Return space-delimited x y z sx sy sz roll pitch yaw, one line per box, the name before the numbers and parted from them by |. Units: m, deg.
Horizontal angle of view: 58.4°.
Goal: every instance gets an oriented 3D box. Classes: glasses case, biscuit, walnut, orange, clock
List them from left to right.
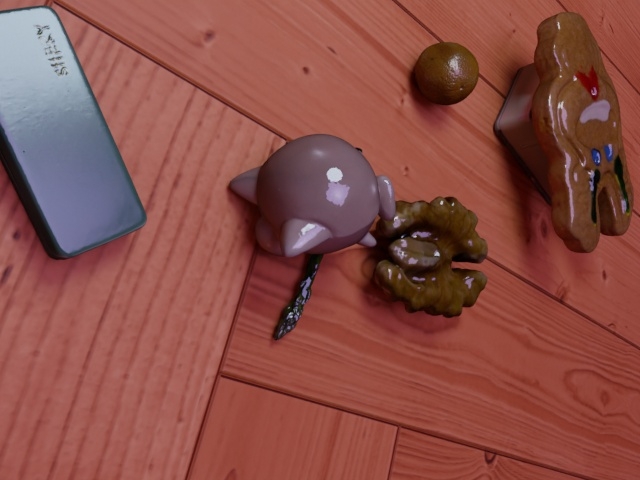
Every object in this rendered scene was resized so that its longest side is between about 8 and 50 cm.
glasses case | -0.208 -0.081 0.443 0.078 0.039 0.184 -29 103 -36
walnut | 0.126 0.018 0.676 0.170 0.069 0.142 13 79 -35
orange | 0.158 -0.212 0.723 0.085 0.085 0.085 5 82 -38
clock | 0.359 -0.162 0.874 0.192 0.071 0.147 42 62 -27
biscuit | 0.375 -0.155 0.812 0.202 0.047 0.333 -14 94 -37

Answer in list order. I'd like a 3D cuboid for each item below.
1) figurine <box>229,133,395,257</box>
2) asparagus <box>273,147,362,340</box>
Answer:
figurine | -0.004 -0.040 0.552 0.138 0.125 0.125 -23 100 -26
asparagus | 0.000 0.000 0.608 0.023 0.022 0.232 23 69 -4
